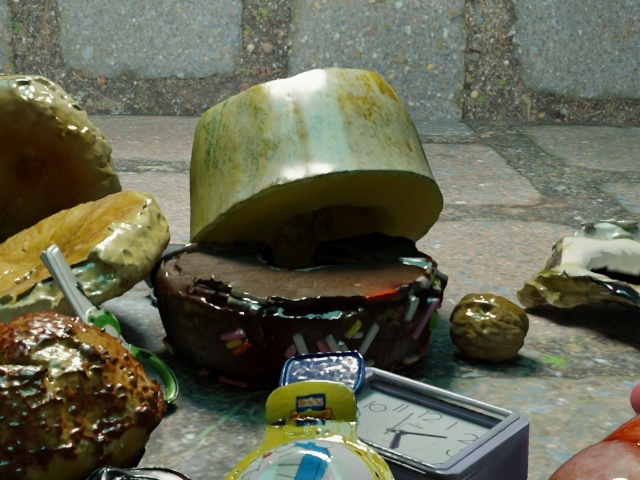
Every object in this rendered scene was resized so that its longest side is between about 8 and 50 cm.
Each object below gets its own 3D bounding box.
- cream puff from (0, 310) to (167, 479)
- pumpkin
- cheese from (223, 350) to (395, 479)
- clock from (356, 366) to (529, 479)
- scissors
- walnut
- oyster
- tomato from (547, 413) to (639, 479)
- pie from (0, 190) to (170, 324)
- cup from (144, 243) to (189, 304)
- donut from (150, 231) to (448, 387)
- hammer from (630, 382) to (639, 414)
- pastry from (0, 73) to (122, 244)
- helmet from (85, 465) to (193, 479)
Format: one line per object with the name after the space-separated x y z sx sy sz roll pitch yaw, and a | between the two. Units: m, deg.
-0.253 0.143 0.844 0.240 0.164 0.240 5 6 -1 | cream puff
-0.026 -0.087 1.289 0.332 0.199 0.332 -14 -22 -6 | pumpkin
-0.012 0.182 0.785 0.156 0.064 0.250 -7 39 12 | cheese
0.073 0.185 0.885 0.193 0.073 0.144 13 20 36 | clock
-0.227 0.094 1.015 0.027 0.204 0.101 -38 -6 29 | scissors
0.199 0.103 1.182 0.096 0.083 0.079 11 46 24 | walnut
0.435 0.061 1.305 0.351 0.115 0.238 1 24 15 | oyster
0.256 0.204 0.553 0.270 0.227 0.270 -14 3 1 | tomato
-0.330 0.039 1.188 0.339 0.083 0.339 -22 16 7 | pie
-0.202 0.049 1.363 0.077 0.078 0.100 7 46 36 | cup
-0.006 0.081 1.143 0.345 0.136 0.259 -7 20 -26 | donut
0.367 0.164 1.041 0.083 0.043 0.043 -1 16 -14 | hammer
-0.432 -0.088 1.390 0.329 0.330 0.136 -2 24 -13 | pastry
-0.151 0.221 0.739 0.123 0.070 0.098 -5 22 -46 | helmet
